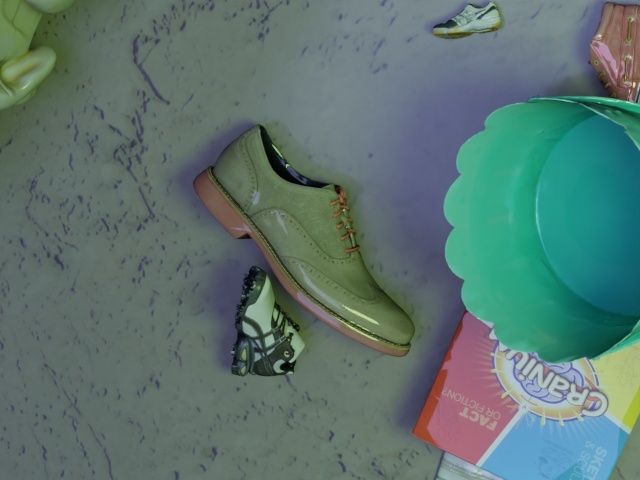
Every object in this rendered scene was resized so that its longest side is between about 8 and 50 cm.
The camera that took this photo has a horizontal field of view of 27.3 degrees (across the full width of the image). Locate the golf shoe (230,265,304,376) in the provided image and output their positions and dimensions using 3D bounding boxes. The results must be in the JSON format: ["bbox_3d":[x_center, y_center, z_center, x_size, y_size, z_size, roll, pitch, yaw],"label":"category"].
[{"bbox_3d":[-0.062,0.105,1.676,0.093,0.077,0.198,11,143,3],"label":"golf shoe"}]

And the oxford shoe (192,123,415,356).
[{"bbox_3d":[0.000,0.000,1.641,0.348,0.123,0.130,43,104,5],"label":"oxford shoe"}]

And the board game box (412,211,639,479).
[{"bbox_3d":[0.282,0.142,1.595,0.242,0.064,0.317,24,103,12],"label":"board game box"}]

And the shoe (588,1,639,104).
[{"bbox_3d":[0.347,-0.186,1.528,0.081,0.063,0.178,13,98,16],"label":"shoe"}]

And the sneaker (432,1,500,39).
[{"bbox_3d":[0.175,-0.265,1.587,0.083,0.032,0.037,-8,84,14],"label":"sneaker"}]

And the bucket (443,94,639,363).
[{"bbox_3d":[0.288,-0.020,1.404,0.281,0.183,0.281,8,103,39],"label":"bucket"}]

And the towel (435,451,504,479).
[{"bbox_3d":[0.199,0.326,1.686,0.113,0.023,0.152,18,104,13],"label":"towel"}]

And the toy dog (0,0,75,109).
[{"bbox_3d":[-0.465,-0.252,1.609,0.284,0.395,0.408,34,99,0],"label":"toy dog"}]
